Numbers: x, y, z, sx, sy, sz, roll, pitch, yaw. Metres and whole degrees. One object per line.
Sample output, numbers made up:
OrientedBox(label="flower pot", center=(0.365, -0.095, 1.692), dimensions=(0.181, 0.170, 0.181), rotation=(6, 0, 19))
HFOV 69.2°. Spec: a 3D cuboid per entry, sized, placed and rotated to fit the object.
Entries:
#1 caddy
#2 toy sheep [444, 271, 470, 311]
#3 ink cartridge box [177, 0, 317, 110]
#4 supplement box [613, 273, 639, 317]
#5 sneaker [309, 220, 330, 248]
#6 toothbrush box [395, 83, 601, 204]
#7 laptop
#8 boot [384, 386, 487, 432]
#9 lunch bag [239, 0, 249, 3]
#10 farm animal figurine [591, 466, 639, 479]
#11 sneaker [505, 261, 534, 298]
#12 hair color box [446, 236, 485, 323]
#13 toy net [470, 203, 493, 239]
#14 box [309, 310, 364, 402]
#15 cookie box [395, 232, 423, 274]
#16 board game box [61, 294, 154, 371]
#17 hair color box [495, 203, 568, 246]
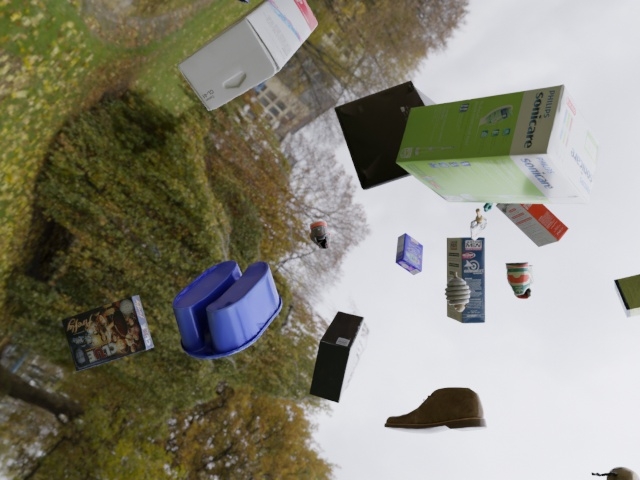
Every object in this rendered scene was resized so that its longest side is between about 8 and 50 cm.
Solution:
OrientedBox(label="caddy", center=(-0.256, 0.197, 1.322), dimensions=(0.241, 0.179, 0.341), rotation=(1, -154, 24))
OrientedBox(label="toy sheep", center=(0.448, 0.168, 1.524), dimensions=(0.091, 0.091, 0.132), rotation=(-20, -103, 49))
OrientedBox(label="ink cartridge box", center=(-0.162, -0.467, 1.106), dimensions=(0.226, 0.131, 0.306), rotation=(-18, -149, 31))
OrientedBox(label="supplement box", center=(0.768, 0.130, 1.117), dimensions=(0.083, 0.056, 0.083), rotation=(-19, -126, 24))
OrientedBox(label="sneaker", center=(0.000, 0.000, 1.296), dimensions=(0.061, 0.158, 0.065), rotation=(-14, -111, 4))
OrientedBox(label="toothbrush box", center=(0.317, -0.157, 0.843), dimensions=(0.283, 0.206, 0.122), rotation=(8, -103, 48))
OrientedBox(label="laptop", center=(0.298, -0.282, 1.448), dimensions=(0.407, 0.236, 0.382), rotation=(-18, -129, 5))
OrientedBox(label="boot", center=(0.327, 0.503, 1.361), dimensions=(0.305, 0.112, 0.115), rotation=(-19, -122, 29))
OrientedBox(label="lunch bag", center=(-0.094, -0.350, 0.529), dimensions=(0.129, 0.096, 0.151), rotation=(-62, -171, 20))
OrientedBox(label="farm animal figurine", center=(0.694, 0.631, 1.022), dimensions=(0.172, 0.326, 0.331), rotation=(-51, 157, -44))
OrientedBox(label="sneaker", center=(0.429, 0.089, 1.000), dimensions=(0.057, 0.161, 0.076), rotation=(-4, -100, 26))
OrientedBox(label="hair color box", center=(0.604, 0.159, 1.936), dimensions=(0.174, 0.105, 0.348), rotation=(-178, -93, -84))
OrientedBox(label="toy net", center=(0.575, -0.113, 1.631), dimensions=(0.045, 0.122, 0.232), rotation=(43, -48, 44))
OrientedBox(label="box", center=(0.058, 0.360, 1.478), dimensions=(0.261, 0.103, 0.185), rotation=(-38, 137, -72))
OrientedBox(label="cookie box", center=(0.293, 0.044, 1.525), dimensions=(0.040, 0.091, 0.107), rotation=(-30, -144, 44))
OrientedBox(label="board game box", center=(-0.638, 0.278, 1.392), dimensions=(0.243, 0.165, 0.042), rotation=(-19, 177, 9))
OrientedBox(label="hair color box", center=(0.569, -0.064, 1.255), dimensions=(0.053, 0.167, 0.093), rotation=(-46, 178, -13))
